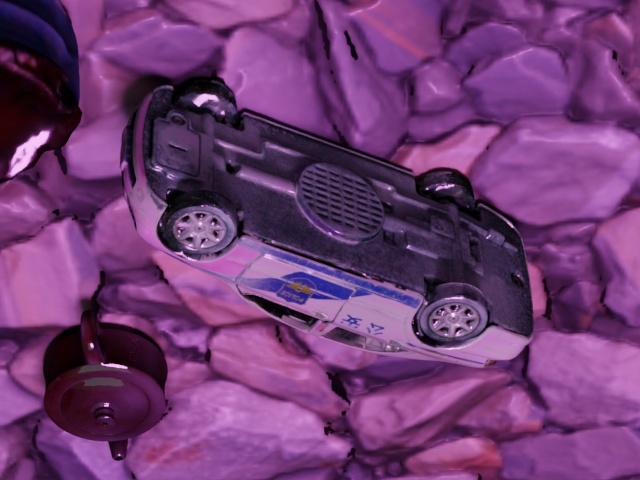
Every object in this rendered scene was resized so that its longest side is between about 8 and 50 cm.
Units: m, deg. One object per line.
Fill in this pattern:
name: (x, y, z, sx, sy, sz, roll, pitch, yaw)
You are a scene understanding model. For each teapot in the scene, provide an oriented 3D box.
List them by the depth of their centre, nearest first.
teapot: (-0.116, 0.080, 1.054, 0.068, 0.045, 0.100, -8, 134, 1)

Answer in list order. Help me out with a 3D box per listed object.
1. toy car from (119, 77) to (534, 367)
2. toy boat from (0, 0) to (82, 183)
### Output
toy car: (0.000, 0.000, 0.959, 0.224, 0.090, 0.076, 20, 133, -21)
toy boat: (-0.237, -0.080, 0.816, 0.309, 0.142, 0.129, -8, 134, -36)
